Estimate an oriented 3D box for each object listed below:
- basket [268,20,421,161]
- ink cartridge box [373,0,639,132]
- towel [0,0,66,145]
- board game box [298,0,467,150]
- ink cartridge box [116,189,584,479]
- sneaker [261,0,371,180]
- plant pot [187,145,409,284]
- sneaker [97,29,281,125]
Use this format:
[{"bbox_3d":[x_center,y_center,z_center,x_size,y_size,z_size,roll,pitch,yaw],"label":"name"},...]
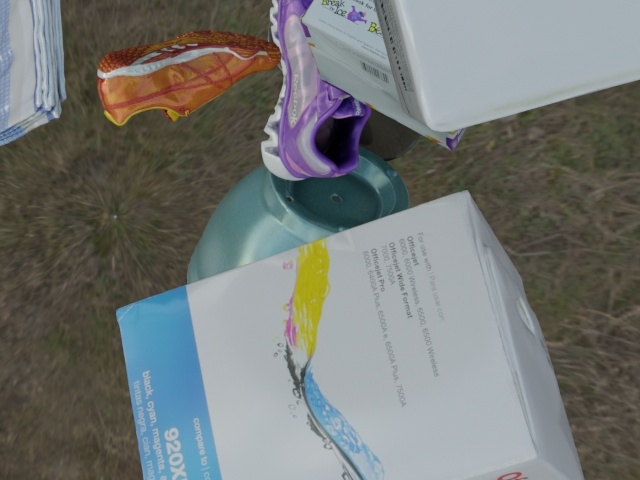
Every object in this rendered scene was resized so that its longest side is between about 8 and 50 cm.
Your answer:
[{"bbox_3d":[0.029,-0.219,1.551,0.154,0.227,0.204,-30,71,8],"label":"basket"},{"bbox_3d":[0.071,-0.160,0.571,0.114,0.273,0.197,-14,96,3],"label":"ink cartridge box"},{"bbox_3d":[-0.396,-0.206,1.491,0.034,0.285,0.209,8,71,-45],"label":"towel"},{"bbox_3d":[0.121,-0.242,1.071,0.144,0.142,0.275,30,82,13],"label":"board game box"},{"bbox_3d":[0.024,0.103,0.791,0.233,0.171,0.168,-19,66,14],"label":"ink cartridge box"},{"bbox_3d":[0.009,-0.164,1.234,0.095,0.104,0.236,-7,111,-33],"label":"sneaker"},{"bbox_3d":[0.000,0.000,1.540,0.293,0.293,0.196,13,132,-9],"label":"plant pot"},{"bbox_3d":[-0.115,-0.143,1.102,0.175,0.064,0.067,-16,122,-25],"label":"sneaker"}]
